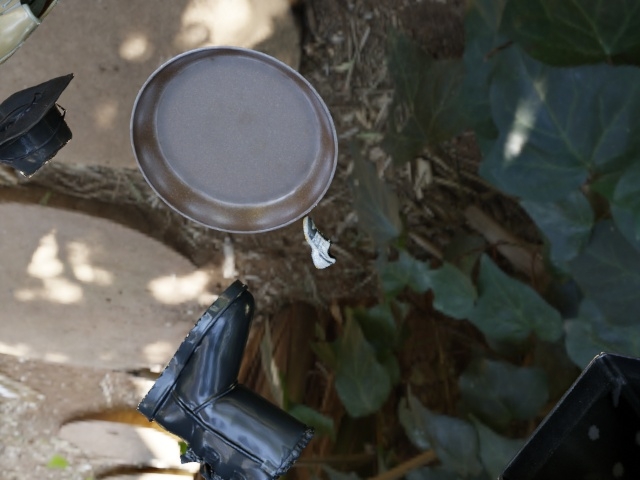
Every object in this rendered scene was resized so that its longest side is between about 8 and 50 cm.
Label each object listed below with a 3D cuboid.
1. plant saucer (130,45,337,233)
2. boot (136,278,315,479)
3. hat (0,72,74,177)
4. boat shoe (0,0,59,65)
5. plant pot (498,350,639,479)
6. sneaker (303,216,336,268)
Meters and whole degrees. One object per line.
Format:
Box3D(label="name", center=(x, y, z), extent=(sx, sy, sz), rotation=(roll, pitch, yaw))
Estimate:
Box3D(label="plant saucer", center=(-0.126, -0.152, 1.358), extent=(0.310, 0.050, 0.311), rotation=(4, 125, 6))
Box3D(label="boot", center=(-0.048, 0.097, 0.561), extent=(0.099, 0.045, 0.121), rotation=(37, 108, 5))
Box3D(label="hat", center=(-0.613, -0.215, 1.909), extent=(0.331, 0.331, 0.134), rotation=(-22, 122, 26))
Box3D(label="boat shoe", center=(-0.401, -0.298, 1.205), extent=(0.072, 0.190, 0.068), rotation=(15, 158, 43))
Box3D(label="plant pot", center=(0.327, 0.242, 0.894), extent=(0.167, 0.187, 0.188), rotation=(50, 163, -16))
Box3D(label="sneaker", center=(0.000, 0.000, 1.389), extent=(0.037, 0.032, 0.083), rotation=(-17, 102, 15))
